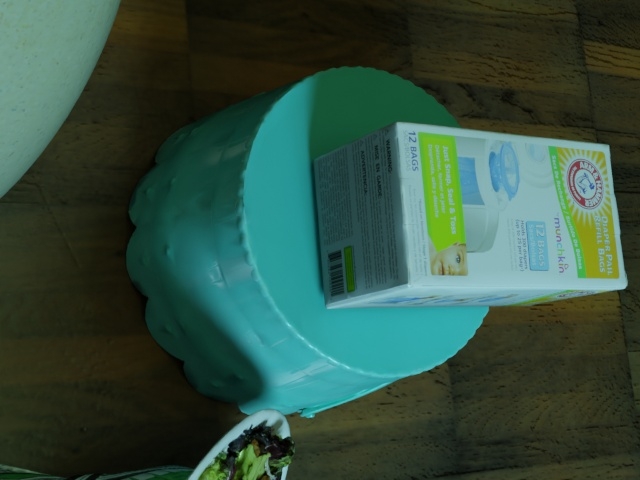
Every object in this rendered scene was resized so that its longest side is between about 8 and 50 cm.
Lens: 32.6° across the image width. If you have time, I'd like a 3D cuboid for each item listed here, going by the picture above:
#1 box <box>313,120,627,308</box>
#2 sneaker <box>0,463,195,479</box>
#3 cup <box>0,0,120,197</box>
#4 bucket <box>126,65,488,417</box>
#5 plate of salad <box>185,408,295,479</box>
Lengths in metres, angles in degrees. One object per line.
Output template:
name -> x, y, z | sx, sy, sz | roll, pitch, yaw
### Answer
box -> 0.109, -0.012, 0.789 | 0.203, 0.103, 0.114 | 3, 78, -33
sneaker -> -0.205, 0.193, 0.741 | 0.343, 0.146, 0.134 | 8, 109, -48
cup -> -0.251, -0.195, 0.681 | 0.331, 0.237, 0.331 | 31, 45, -37
bucket -> 0.000, 0.000, 0.889 | 0.281, 0.183, 0.281 | 8, 76, -32
plate of salad -> -0.067, 0.213, 0.762 | 0.048, 0.200, 0.200 | 24, 56, 22
